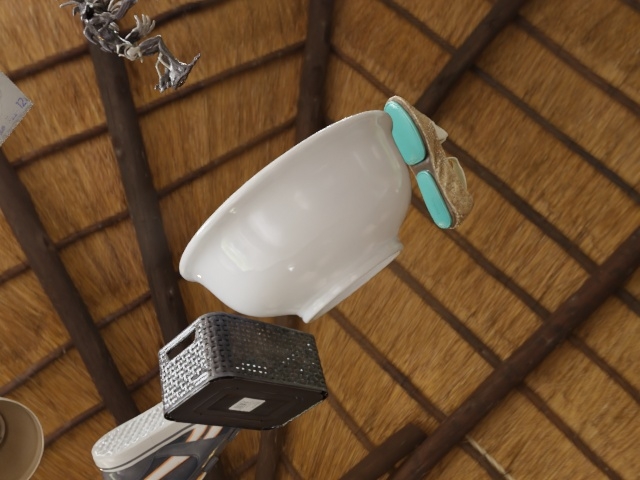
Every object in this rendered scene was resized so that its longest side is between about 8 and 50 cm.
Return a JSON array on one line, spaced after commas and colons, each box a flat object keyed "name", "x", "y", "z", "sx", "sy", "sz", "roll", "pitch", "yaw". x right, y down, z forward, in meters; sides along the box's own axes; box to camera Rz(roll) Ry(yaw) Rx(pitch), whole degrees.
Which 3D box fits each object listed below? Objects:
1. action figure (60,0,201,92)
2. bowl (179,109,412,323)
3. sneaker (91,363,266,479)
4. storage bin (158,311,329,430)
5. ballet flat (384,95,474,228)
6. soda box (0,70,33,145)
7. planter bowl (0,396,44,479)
[{"name": "action figure", "x": -0.375, "y": -0.421, "z": 1.289, "sx": 0.276, "sy": 0.164, "sz": 0.141, "roll": 37, "pitch": -102, "yaw": -14}, {"name": "bowl", "x": 0.000, "y": 0.000, "z": 0.733, "sx": 0.298, "sy": 0.298, "sz": 0.134, "roll": -33, "pitch": -100, "yaw": -26}, {"name": "sneaker", "x": -0.218, "y": 0.330, "z": 1.109, "sx": 0.321, "sy": 0.126, "sz": 0.127, "roll": -25, "pitch": -71, "yaw": -26}, {"name": "storage bin", "x": -0.093, "y": 0.166, "z": 0.787, "sx": 0.180, "sy": 0.122, "sz": 0.084, "roll": 20, "pitch": -138, "yaw": -42}, {"name": "ballet flat", "x": 0.159, "y": -0.117, "z": 0.920, "sx": 0.067, "sy": 0.073, "sz": 0.206, "roll": -30, "pitch": -79, "yaw": -25}, {"name": "soda box", "x": -0.616, "y": -0.157, "z": 1.074, "sx": 0.098, "sy": 0.091, "sz": 0.286, "roll": 10, "pitch": -119, "yaw": 33}, {"name": "planter bowl", "x": -0.538, "y": 0.320, "z": 1.021, "sx": 0.162, "sy": 0.109, "sz": 0.162, "roll": -2, "pitch": -86, "yaw": -38}]
